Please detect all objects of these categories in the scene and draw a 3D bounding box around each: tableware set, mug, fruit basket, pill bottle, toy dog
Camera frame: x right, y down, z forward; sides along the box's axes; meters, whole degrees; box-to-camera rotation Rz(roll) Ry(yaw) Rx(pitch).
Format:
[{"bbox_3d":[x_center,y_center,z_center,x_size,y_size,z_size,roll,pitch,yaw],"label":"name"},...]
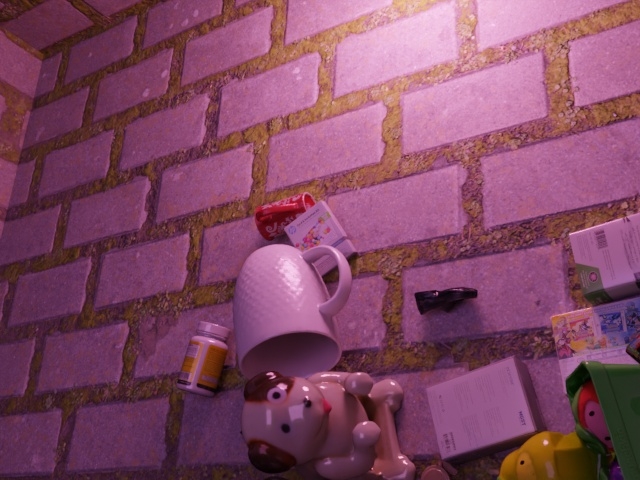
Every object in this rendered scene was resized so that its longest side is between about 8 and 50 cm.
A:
[{"bbox_3d":[0.310,0.591,1.743,0.194,0.039,0.128,33,102,47],"label":"tableware set"},{"bbox_3d":[-0.106,-0.071,2.300,0.169,0.150,0.113,-19,102,23],"label":"mug"},{"bbox_3d":[-0.069,0.162,2.061,0.374,0.276,0.328,-35,47,26],"label":"mug"},{"bbox_3d":[0.527,0.438,1.484,0.392,0.283,0.392,-3,69,7],"label":"fruit basket"},{"bbox_3d":[-0.347,0.356,2.278,0.119,0.119,0.208,5,72,37],"label":"pill bottle"},{"bbox_3d":[-0.016,0.437,1.808,0.395,0.408,0.284,-14,61,30],"label":"toy dog"}]

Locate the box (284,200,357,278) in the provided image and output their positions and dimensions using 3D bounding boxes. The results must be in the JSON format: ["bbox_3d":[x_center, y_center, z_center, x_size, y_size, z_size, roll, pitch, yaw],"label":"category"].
[{"bbox_3d":[0.000,0.000,2.207,0.145,0.038,0.186,-36,73,16],"label":"box"}]

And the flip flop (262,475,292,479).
[{"bbox_3d":[-0.026,0.668,1.913,0.277,0.080,0.112,12,85,23],"label":"flip flop"}]

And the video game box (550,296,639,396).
[{"bbox_3d":[0.626,0.237,1.674,0.205,0.048,0.187,-17,62,29],"label":"video game box"}]

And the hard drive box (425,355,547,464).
[{"bbox_3d":[0.379,0.395,1.750,0.232,0.089,0.181,-25,56,25],"label":"hard drive box"}]

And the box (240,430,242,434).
[{"bbox_3d":[-0.141,0.531,2.104,0.162,0.029,0.116,31,88,42],"label":"box"}]

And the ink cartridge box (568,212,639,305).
[{"bbox_3d":[0.688,0.036,1.693,0.219,0.092,0.160,-19,59,28],"label":"ink cartridge box"}]

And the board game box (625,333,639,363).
[{"bbox_3d":[0.744,0.215,1.562,0.170,0.048,0.141,-42,62,-3],"label":"board game box"}]

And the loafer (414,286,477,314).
[{"bbox_3d":[0.323,0.153,1.935,0.170,0.062,0.061,-10,86,36],"label":"loafer"}]
